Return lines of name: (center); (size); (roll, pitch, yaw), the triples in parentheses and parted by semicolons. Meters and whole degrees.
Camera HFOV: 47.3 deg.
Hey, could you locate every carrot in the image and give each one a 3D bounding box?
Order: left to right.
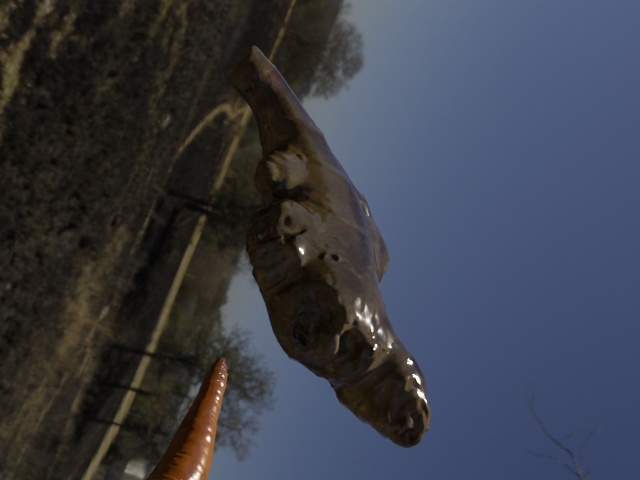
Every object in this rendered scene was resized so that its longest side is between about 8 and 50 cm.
carrot: (-0.135, 0.217, 0.798); (0.061, 0.061, 0.257); (-62, -177, 34)

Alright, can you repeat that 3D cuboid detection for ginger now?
ginger: (0.000, 0.001, 0.562); (0.080, 0.166, 0.333); (-33, -133, 16)
